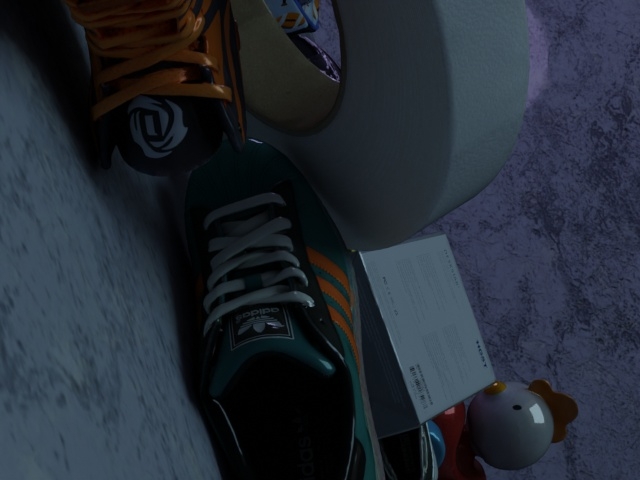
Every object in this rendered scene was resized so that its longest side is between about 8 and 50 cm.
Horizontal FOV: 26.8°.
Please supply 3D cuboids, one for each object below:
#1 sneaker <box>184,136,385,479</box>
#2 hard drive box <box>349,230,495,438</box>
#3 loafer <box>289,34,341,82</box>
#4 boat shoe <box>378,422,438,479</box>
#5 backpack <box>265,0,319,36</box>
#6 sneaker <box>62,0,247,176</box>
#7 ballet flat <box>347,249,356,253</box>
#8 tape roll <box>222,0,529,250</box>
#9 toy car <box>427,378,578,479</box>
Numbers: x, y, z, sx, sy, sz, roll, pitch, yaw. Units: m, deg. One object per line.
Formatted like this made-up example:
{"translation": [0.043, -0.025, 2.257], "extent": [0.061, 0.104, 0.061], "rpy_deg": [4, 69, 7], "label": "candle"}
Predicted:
{"translation": [-0.026, 0.053, 0.841], "extent": [0.121, 0.108, 0.302], "rpy_deg": [67, 6, -66], "label": "sneaker"}
{"translation": [0.080, 0.095, 1.392], "extent": [0.232, 0.089, 0.181], "rpy_deg": [-10, 80, -63], "label": "hard drive box"}
{"translation": [-0.013, -0.172, 1.782], "extent": [0.095, 0.109, 0.302], "rpy_deg": [54, 18, -53], "label": "loafer"}
{"translation": [0.087, 0.188, 1.555], "extent": [0.070, 0.077, 0.219], "rpy_deg": [58, 15, -68], "label": "boat shoe"}
{"translation": [-0.086, -0.328, 1.226], "extent": [0.263, 0.213, 0.276], "rpy_deg": [41, 30, -56], "label": "backpack"}
{"translation": [-0.085, -0.119, 0.698], "extent": [0.321, 0.124, 0.180], "rpy_deg": [-60, 146, -78], "label": "sneaker"}
{"translation": [0.000, 0.000, 1.510], "extent": [0.077, 0.077, 0.231], "rpy_deg": [-10, 76, -63], "label": "ballet flat"}
{"translation": [-0.023, -0.178, 0.890], "extent": [0.392, 0.072, 0.392], "rpy_deg": [42, -30, 32], "label": "tape roll"}
{"translation": [0.204, 0.226, 1.703], "extent": [0.219, 0.238, 0.210], "rpy_deg": [-99, 167, -65], "label": "toy car"}
